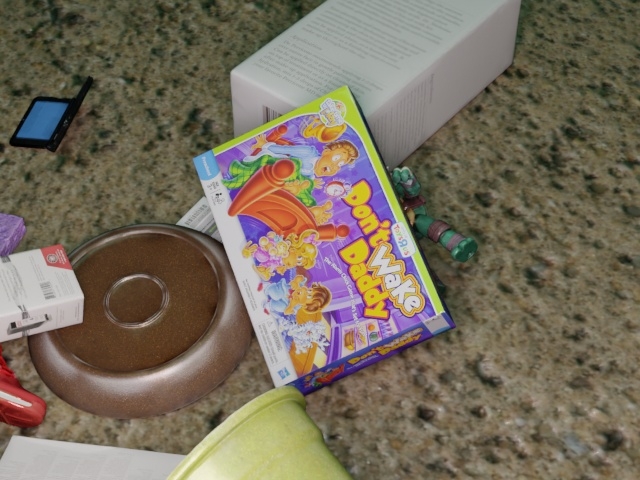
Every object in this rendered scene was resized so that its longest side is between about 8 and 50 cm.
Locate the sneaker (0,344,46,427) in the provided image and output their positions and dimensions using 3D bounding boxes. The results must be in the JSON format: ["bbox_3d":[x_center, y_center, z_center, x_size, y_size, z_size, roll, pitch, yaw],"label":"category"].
[{"bbox_3d":[-0.422,0.146,1.692,0.221,0.087,0.128,21,62,18],"label":"sneaker"}]

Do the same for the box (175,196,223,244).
[{"bbox_3d":[-0.130,0.026,1.854,0.186,0.038,0.145,23,51,23],"label":"box"}]

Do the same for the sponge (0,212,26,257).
[{"bbox_3d":[-0.509,0.036,1.850,0.117,0.031,0.210,12,48,13],"label":"sponge"}]

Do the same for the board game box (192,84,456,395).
[{"bbox_3d":[0.000,0.000,1.724,0.233,0.078,0.347,-25,66,7],"label":"board game box"}]

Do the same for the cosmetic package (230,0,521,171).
[{"bbox_3d":[0.093,-0.269,2.055,0.230,0.162,0.453,30,53,27],"label":"cosmetic package"}]

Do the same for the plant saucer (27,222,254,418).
[{"bbox_3d":[-0.241,0.090,1.755,0.310,0.050,0.311,-3,54,4],"label":"plant saucer"}]

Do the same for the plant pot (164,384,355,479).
[{"bbox_3d":[-0.024,0.331,1.321,0.254,0.276,0.276,40,57,19],"label":"plant pot"}]

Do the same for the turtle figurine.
[{"bbox_3d":[0.103,-0.032,1.840,0.118,0.175,0.234,-17,53,-46],"label":"turtle figurine"}]

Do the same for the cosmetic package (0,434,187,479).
[{"bbox_3d":[-0.268,0.295,1.549,0.239,0.060,0.099,4,45,19],"label":"cosmetic package"}]

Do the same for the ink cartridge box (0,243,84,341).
[{"bbox_3d":[-0.383,0.069,1.700,0.135,0.056,0.099,-13,51,-23],"label":"ink cartridge box"}]

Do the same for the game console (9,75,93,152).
[{"bbox_3d":[-0.417,-0.202,2.058,0.071,0.107,0.122,28,46,-12],"label":"game console"}]
